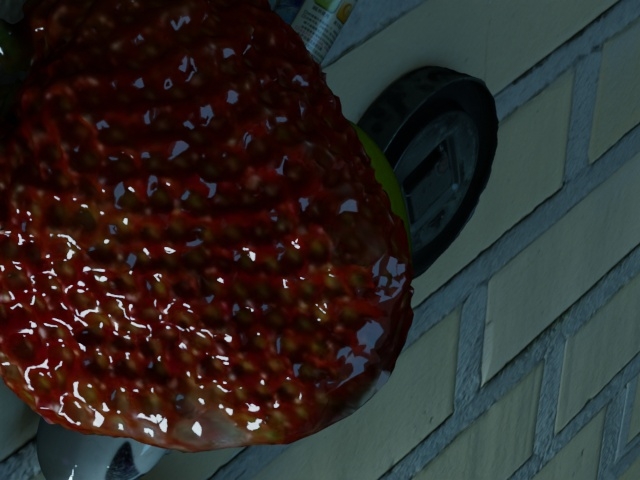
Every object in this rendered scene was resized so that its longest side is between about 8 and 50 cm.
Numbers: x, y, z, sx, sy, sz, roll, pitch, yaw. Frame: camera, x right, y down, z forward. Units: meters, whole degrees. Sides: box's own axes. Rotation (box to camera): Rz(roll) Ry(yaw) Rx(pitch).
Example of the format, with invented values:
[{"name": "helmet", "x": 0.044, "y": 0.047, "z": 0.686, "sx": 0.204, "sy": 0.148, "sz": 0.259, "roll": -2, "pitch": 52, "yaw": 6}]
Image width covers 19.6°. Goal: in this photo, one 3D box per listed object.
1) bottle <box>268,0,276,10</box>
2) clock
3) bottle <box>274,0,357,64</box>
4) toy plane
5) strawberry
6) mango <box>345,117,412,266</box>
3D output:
[{"name": "bottle", "x": -0.114, "y": -0.238, "z": 1.295, "sx": 0.082, "sy": 0.082, "sz": 0.286, "roll": -57, "pitch": 150, "yaw": -9}, {"name": "clock", "x": 0.091, "y": -0.064, "z": 1.808, "sx": 0.226, "sy": 0.049, "sz": 0.226, "roll": -38, "pitch": 144, "yaw": -34}, {"name": "bottle", "x": 0.014, "y": -0.221, "z": 1.535, "sx": 0.217, "sy": 0.060, "sz": 0.060, "roll": -59, "pitch": 151, "yaw": -3}, {"name": "toy plane", "x": -0.141, "y": 0.105, "z": 1.512, "sx": 0.244, "sy": 0.117, "sz": 0.245, "roll": -40, "pitch": 145, "yaw": -36}, {"name": "strawberry", "x": -0.090, "y": -0.006, "z": 1.244, "sx": 0.312, "sy": 0.351, "sz": 0.267, "roll": -52, "pitch": 160, "yaw": 9}, {"name": "mango", "x": 0.003, "y": 0.004, "z": 1.588, "sx": 0.149, "sy": 0.185, "sz": 0.273, "roll": -24, "pitch": 140, "yaw": -11}]
